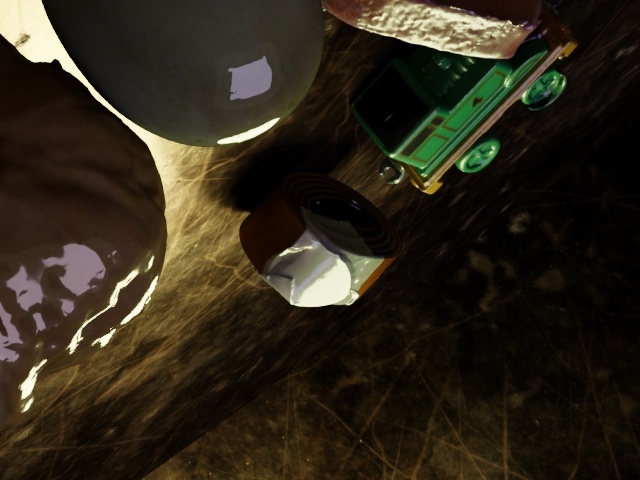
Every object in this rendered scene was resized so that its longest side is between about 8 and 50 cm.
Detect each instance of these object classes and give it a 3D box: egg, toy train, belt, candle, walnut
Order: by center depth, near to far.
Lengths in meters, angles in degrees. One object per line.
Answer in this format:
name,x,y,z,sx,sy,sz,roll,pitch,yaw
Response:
egg,-0.133,-0.214,1.280,0.218,0.295,0.218,-46,-158,24
walnut,-0.328,-0.008,1.310,0.383,0.383,0.383,-38,165,-12
candle,0.142,-0.331,1.620,0.317,0.287,0.131,-37,170,-27
toy train,0.220,-0.253,2.262,0.429,0.178,0.249,-46,153,20
belt,0.000,0.000,2.311,0.122,0.217,0.339,-47,162,20

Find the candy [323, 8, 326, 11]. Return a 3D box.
candy,0.040,-0.315,1.836,0.262,0.077,0.073,-24,136,-25
